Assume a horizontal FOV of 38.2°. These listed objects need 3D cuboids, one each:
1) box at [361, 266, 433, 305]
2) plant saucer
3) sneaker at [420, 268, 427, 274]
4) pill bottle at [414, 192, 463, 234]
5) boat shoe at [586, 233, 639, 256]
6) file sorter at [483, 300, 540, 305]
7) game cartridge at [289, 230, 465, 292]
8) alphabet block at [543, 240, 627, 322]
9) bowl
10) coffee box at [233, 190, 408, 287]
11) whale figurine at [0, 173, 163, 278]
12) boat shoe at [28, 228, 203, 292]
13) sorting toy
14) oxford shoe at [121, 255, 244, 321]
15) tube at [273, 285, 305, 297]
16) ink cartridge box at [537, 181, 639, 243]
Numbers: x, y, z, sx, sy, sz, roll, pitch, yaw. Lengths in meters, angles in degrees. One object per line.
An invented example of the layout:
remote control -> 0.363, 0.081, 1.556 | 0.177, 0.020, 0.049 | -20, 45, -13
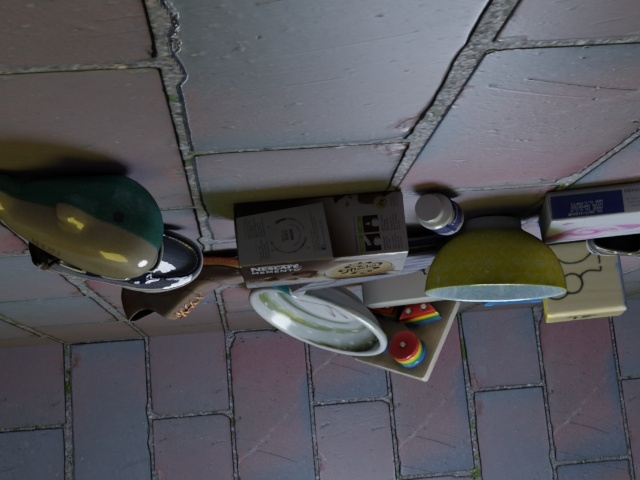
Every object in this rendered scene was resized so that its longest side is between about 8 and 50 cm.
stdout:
box -> 0.258, 0.125, 2.551 | 0.275, 0.094, 0.113 | -8, 169, 16
plant saucer -> 0.003, 0.189, 2.536 | 0.401, 0.100, 0.400 | 18, 156, 8
sneaker -> 0.251, 0.048, 2.197 | 0.038, 0.069, 0.098 | 2, 167, -37
pill bottle -> 0.212, -0.050, 1.662 | 0.067, 0.067, 0.120 | -9, 169, 23
boat shoe -> 0.737, 0.001, 2.139 | 0.228, 0.081, 0.069 | -4, 174, 9
file sorter -> 0.562, 0.127, 2.671 | 0.170, 0.104, 0.118 | -4, 169, -5
game cartridge -> 0.126, 0.043, 2.021 | 0.355, 0.068, 0.230 | -7, 171, -37
alphabet block -> 0.671, 0.106, 2.385 | 0.197, 0.192, 0.193 | -6, 168, 12
bowl -> 0.361, 0.035, 1.920 | 0.290, 0.156, 0.289 | 0, 170, 0
coffee box -> 0.000, 0.000, 1.666 | 0.297, 0.118, 0.168 | -5, 164, -2
whale figurine -> -0.357, -0.046, 1.338 | 0.272, 0.141, 0.216 | 22, 164, -9
boat shoe -> -0.328, 0.026, 1.644 | 0.341, 0.127, 0.158 | 5, 173, -40
sorting toy -> 0.230, 0.242, 2.643 | 0.256, 0.257, 0.089 | 12, 158, 38
oxford shoe -> -0.301, 0.114, 2.124 | 0.364, 0.132, 0.130 | -11, 167, 29
tube -> -0.113, 0.080, 2.113 | 0.080, 0.052, 0.207 | 11, -175, -41
ink cartridge box -> 0.609, -0.050, 1.848 | 0.324, 0.071, 0.330 | -7, 168, 9
